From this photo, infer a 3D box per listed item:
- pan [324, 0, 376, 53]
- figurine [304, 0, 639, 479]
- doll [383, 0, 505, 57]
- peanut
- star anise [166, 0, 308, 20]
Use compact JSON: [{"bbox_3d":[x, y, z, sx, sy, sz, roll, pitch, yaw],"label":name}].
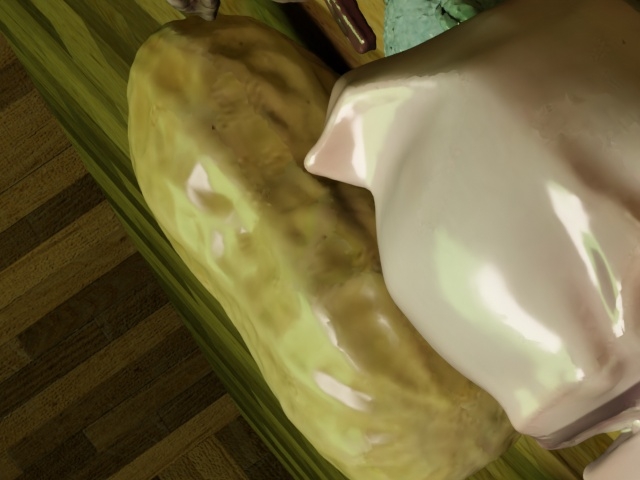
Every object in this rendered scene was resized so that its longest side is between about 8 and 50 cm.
[{"bbox_3d":[-0.019,-0.180,0.845,0.212,0.040,0.115,60,170,1],"label":"pan"},{"bbox_3d":[0.116,0.029,0.619,0.276,0.133,0.200,51,167,19],"label":"figurine"},{"bbox_3d":[0.079,-0.033,0.760,0.180,0.075,0.120,58,177,-17],"label":"doll"},{"bbox_3d":[0.000,0.000,1.105,0.313,0.152,0.152,56,172,13],"label":"peanut"},{"bbox_3d":[-0.048,-0.186,0.760,0.212,0.073,0.197,52,141,-6],"label":"star anise"}]
